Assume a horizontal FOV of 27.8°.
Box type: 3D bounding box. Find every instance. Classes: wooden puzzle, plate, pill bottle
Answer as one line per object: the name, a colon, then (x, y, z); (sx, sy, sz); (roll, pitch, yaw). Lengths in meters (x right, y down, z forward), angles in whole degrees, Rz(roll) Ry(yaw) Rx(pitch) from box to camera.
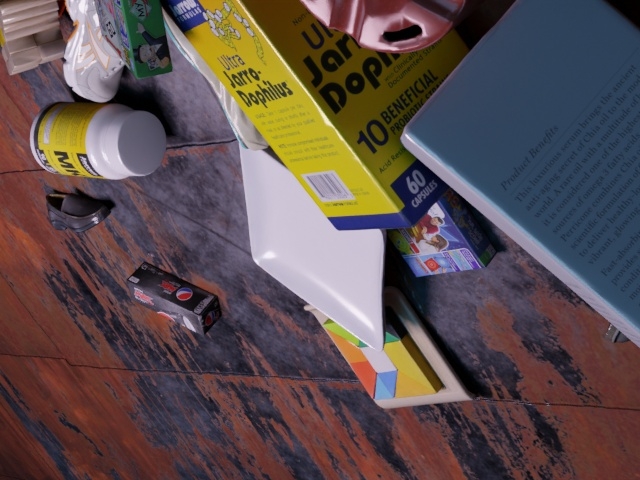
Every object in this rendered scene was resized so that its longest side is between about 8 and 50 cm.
wooden puzzle: (0.101, 0.177, 2.010); (0.238, 0.044, 0.221); (52, 146, -16)
plate: (0.000, 0.000, 1.875); (0.278, 0.045, 0.277); (35, 148, 29)
pill bottle: (-0.345, -0.156, 2.011); (0.208, 0.119, 0.119); (7, 134, 42)

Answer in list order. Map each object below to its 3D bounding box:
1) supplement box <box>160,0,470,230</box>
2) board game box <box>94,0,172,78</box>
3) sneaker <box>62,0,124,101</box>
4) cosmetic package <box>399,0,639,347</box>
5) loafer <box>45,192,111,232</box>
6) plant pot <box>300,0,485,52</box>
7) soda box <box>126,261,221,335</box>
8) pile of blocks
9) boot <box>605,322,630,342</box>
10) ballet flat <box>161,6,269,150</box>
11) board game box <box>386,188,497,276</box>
supplement box: (0.020, -0.206, 1.469); (0.356, 0.194, 0.195); (51, 160, -16)
board game box: (-0.246, -0.331, 1.569); (0.317, 0.046, 0.213); (-134, 32, -66)
sneaker: (-0.294, -0.278, 1.840); (0.121, 0.099, 0.262); (28, 147, 12)
cosmetic package: (0.323, -0.043, 1.312); (0.453, 0.230, 0.161); (41, -179, 0)
loafer: (-0.433, -0.054, 2.280); (0.170, 0.062, 0.061); (-2, 123, 46)
plant pot: (0.106, -0.325, 1.197); (0.272, 0.265, 0.272); (25, 142, 21)
soda box: (-0.260, 0.103, 2.289); (0.169, 0.053, 0.060); (24, 144, 26)
pile of blocks: (-0.421, -0.391, 1.841); (0.149, 0.113, 0.362); (59, 159, 30)
boot: (0.462, 0.110, 1.548); (0.208, 0.076, 0.189); (28, 148, 8)
ballet flat: (-0.119, -0.234, 1.737); (0.086, 0.086, 0.248); (-2, 129, 47)
board game box: (0.130, -0.042, 1.731); (0.136, 0.035, 0.201); (-9, 123, 51)
